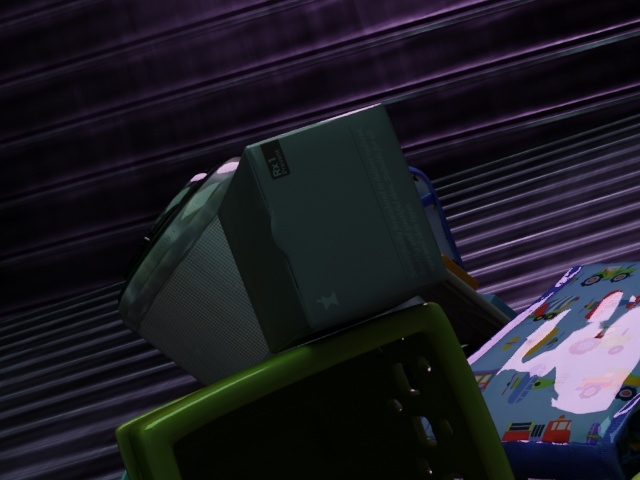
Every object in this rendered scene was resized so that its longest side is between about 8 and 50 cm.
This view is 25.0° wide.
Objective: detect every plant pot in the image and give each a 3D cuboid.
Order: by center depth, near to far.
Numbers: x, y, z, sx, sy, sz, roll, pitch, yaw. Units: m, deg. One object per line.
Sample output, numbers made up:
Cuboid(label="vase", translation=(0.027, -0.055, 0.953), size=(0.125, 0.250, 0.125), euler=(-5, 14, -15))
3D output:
Cuboid(label="plant pot", translation=(-0.009, 0.187, 1.017), size=(0.227, 0.228, 0.207), euler=(-22, 2, -20))

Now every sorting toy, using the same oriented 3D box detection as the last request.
Cuboid(label="sorting toy", translation=(0.142, 0.063, 1.607), size=(0.038, 0.208, 0.193), euler=(-61, 20, -12))

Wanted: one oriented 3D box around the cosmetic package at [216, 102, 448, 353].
Cuboid(label="cosmetic package", translation=(0.000, 0.000, 0.999), size=(0.107, 0.127, 0.238), euler=(-19, -3, -13))

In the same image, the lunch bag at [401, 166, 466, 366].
Cuboid(label="lunch bag", translation=(0.025, 0.048, 1.734), size=(0.303, 0.243, 0.115), euler=(-24, 9, -29))

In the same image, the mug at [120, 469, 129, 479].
Cuboid(label="mug", translation=(-0.119, 0.232, 1.346), size=(0.158, 0.097, 0.129), euler=(-39, 22, 23))

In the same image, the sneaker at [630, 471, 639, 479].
Cuboid(label="sneaker", translation=(0.352, 0.098, 0.973), size=(0.385, 0.147, 0.145), euler=(-24, 11, -15))

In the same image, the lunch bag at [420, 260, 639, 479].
Cuboid(label="lunch bag", translation=(0.211, 0.116, 1.121), size=(0.293, 0.138, 0.221), euler=(-21, 10, -39))

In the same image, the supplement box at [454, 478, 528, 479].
Cuboid(label="supplement box", translation=(0.117, 0.213, 1.160), size=(0.062, 0.036, 0.098), euler=(-11, 12, 43))

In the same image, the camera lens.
Cuboid(label="camera lens", translation=(-0.053, 0.064, 1.498), size=(0.219, 0.274, 0.219), euler=(-53, -2, -3))

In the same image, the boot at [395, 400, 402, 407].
Cuboid(label="boot", translation=(0.013, 0.179, 1.326), size=(0.095, 0.123, 0.258), euler=(-27, 10, -38))
